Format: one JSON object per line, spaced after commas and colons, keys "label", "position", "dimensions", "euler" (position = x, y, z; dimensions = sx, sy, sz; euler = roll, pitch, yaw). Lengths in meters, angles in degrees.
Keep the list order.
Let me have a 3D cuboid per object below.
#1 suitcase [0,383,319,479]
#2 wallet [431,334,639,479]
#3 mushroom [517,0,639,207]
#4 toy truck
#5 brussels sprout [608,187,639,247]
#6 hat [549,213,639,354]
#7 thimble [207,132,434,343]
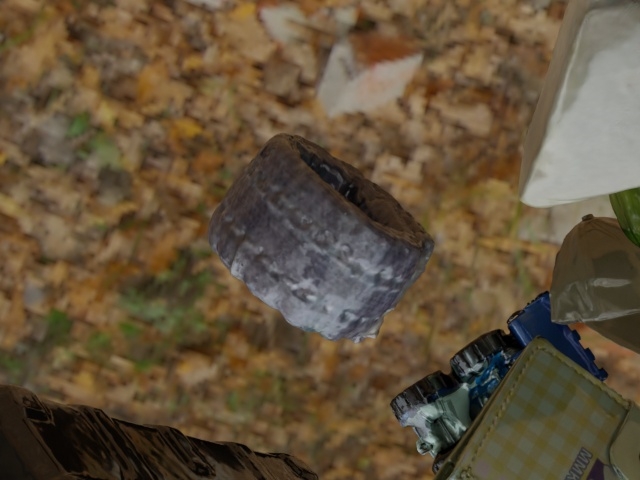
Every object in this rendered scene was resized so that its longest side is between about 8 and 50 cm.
{"label": "suitcase", "position": [-0.038, 0.167, 0.733], "dimensions": [0.206, 0.066, 0.285], "euler": [46, -170, 30]}
{"label": "wallet", "position": [0.268, 0.252, 1.501], "dimensions": [0.309, 0.223, 0.077], "euler": [42, 149, -6]}
{"label": "mushroom", "position": [0.317, -0.131, 1.037], "dimensions": [0.407, 0.137, 0.154], "euler": [-12, 107, 4]}
{"label": "toy truck", "position": [0.188, 0.155, 1.652], "dimensions": [0.208, 0.113, 0.126], "euler": [-37, 166, 14]}
{"label": "brussels sprout", "position": [0.327, -0.054, 1.454], "dimensions": [0.145, 0.131, 0.183], "euler": [61, 173, -26]}
{"label": "hat", "position": [0.332, 0.040, 1.570], "dimensions": [0.173, 0.144, 0.166], "euler": [-6, -176, 39]}
{"label": "thimble", "position": [-0.002, -0.002, 1.143], "dimensions": [0.150, 0.098, 0.150], "euler": [35, -169, -8]}
